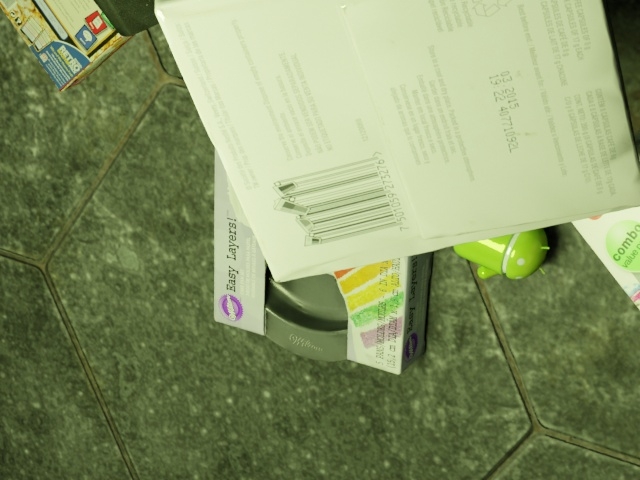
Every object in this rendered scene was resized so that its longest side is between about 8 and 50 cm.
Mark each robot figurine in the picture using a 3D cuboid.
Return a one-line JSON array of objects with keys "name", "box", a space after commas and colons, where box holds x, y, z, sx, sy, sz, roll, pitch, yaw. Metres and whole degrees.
[{"name": "robot figurine", "box": [0.184, -0.002, 1.988, 0.115, 0.067, 0.101, 25, 149, 19]}]

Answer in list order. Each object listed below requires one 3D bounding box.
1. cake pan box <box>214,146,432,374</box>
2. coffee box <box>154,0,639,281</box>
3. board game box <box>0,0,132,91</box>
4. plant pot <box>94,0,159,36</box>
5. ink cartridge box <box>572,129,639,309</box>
[{"name": "cake pan box", "box": [0.000, 0.000, 2.102, 0.246, 0.070, 0.266, 17, 119, 26]}, {"name": "coffee box", "box": [0.069, -0.219, 1.662, 0.338, 0.334, 0.337, -12, 136, 9]}, {"name": "board game box", "box": [-0.266, -0.278, 2.149, 0.193, 0.045, 0.146, -34, 91, 37]}, {"name": "plant pot", "box": [-0.189, -0.326, 1.977, 0.187, 0.188, 0.167, 51, 164, 45]}, {"name": "ink cartridge box", "box": [0.400, -0.011, 1.773, 0.198, 0.197, 0.270, -39, 88, 36]}]
